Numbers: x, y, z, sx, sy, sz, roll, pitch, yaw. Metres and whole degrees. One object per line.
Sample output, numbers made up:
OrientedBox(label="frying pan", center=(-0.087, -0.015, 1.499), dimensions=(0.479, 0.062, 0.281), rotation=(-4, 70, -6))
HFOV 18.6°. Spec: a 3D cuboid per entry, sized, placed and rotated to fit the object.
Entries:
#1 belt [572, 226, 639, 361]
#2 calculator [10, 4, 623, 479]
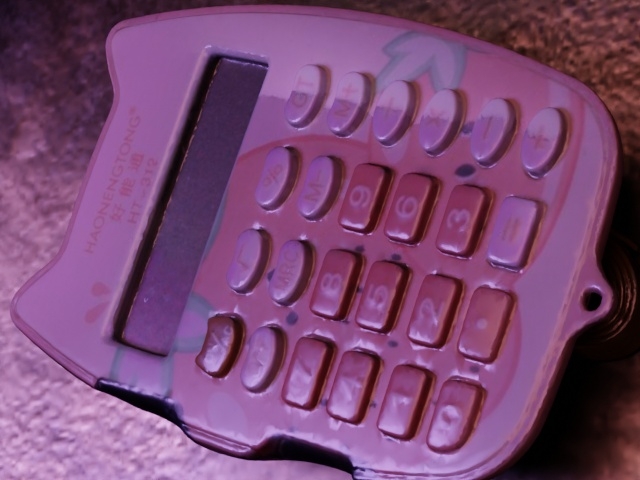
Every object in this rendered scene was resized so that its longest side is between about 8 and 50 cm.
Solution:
OrientedBox(label="belt", center=(0.113, 0.016, 0.880), dimensions=(0.083, 0.036, 0.059), rotation=(41, 95, 31))
OrientedBox(label="calculator", center=(0.000, 0.000, 0.921), dimensions=(0.330, 0.048, 0.220), rotation=(15, 81, 39))
